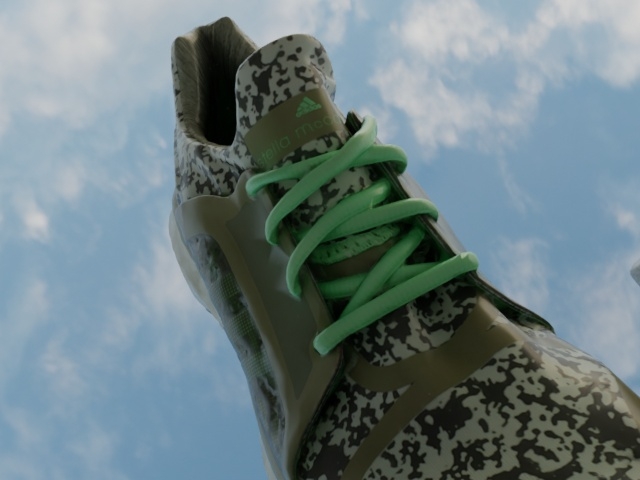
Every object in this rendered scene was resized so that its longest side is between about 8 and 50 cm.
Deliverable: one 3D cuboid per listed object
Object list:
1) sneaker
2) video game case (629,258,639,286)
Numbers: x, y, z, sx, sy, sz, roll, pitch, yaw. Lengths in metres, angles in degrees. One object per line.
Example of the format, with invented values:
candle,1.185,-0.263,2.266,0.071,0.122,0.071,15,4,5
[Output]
sneaker,0.000,0.000,0.399,0.158,0.182,0.410,-29,-143,-15
video game case,0.281,0.052,0.384,0.023,0.212,0.193,-35,-95,-29
